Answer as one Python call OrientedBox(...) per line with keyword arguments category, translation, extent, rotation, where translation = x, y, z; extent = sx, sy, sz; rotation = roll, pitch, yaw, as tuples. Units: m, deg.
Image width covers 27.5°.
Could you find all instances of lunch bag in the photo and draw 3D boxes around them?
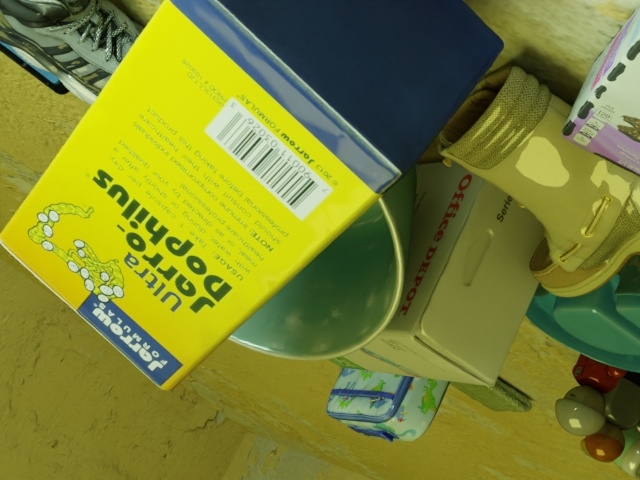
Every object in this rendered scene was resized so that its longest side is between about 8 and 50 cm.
OrientedBox(category="lunch bag", translation=(0.106, 0.211, 1.959), extent=(0.090, 0.176, 0.219), rotation=(33, 164, -20))

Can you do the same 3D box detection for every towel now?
OrientedBox(category="towel", translation=(0.251, 0.225, 2.040), extent=(0.148, 0.027, 0.110), rotation=(34, 162, -19))

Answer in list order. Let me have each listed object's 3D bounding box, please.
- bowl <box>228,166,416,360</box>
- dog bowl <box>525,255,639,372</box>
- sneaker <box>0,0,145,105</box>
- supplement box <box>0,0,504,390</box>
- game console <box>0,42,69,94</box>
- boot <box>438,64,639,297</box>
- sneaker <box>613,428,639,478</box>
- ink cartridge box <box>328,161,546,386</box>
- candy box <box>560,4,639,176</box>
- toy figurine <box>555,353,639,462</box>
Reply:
OrientedBox(category="bowl", translation=(-0.031, -0.053, 1.261), extent=(0.311, 0.163, 0.312), rotation=(17, 131, 21))
OrientedBox(category="dog bowl", translation=(0.332, 0.067, 1.330), extent=(0.166, 0.074, 0.297), rotation=(33, 162, -21))
OrientedBox(category="sneaker", translation=(-0.232, -0.216, 1.309), extent=(0.268, 0.101, 0.153), rotation=(28, 161, -15))
OrientedBox(category="supplement box", translation=(-0.064, -0.073, 1.013), extent=(0.195, 0.194, 0.356), rotation=(43, 135, -4))
OrientedBox(category="game console", translation=(-0.289, -0.221, 1.437), extent=(0.122, 0.071, 0.107), rotation=(37, 161, -33))
OrientedBox(category="boot", translation=(0.192, -0.048, 1.151), extent=(0.203, 0.095, 0.262), rotation=(28, 160, -5))
OrientedBox(category="sneaker", translation=(0.429, 0.252, 1.766), extent=(0.151, 0.094, 0.256), rotation=(46, -168, 35))
OrientedBox(category="ink cartridge box", translation=(0.097, 0.032, 1.363), extent=(0.117, 0.201, 0.278), rotation=(34, 163, -26))
OrientedBox(category="candy box", translation=(0.277, -0.096, 0.915), extent=(0.164, 0.070, 0.196), rotation=(27, 165, 2))
OrientedBox(category="toy figurine", translation=(0.394, 0.207, 1.531), extent=(0.213, 0.148, 0.209), rotation=(18, 162, 28))
